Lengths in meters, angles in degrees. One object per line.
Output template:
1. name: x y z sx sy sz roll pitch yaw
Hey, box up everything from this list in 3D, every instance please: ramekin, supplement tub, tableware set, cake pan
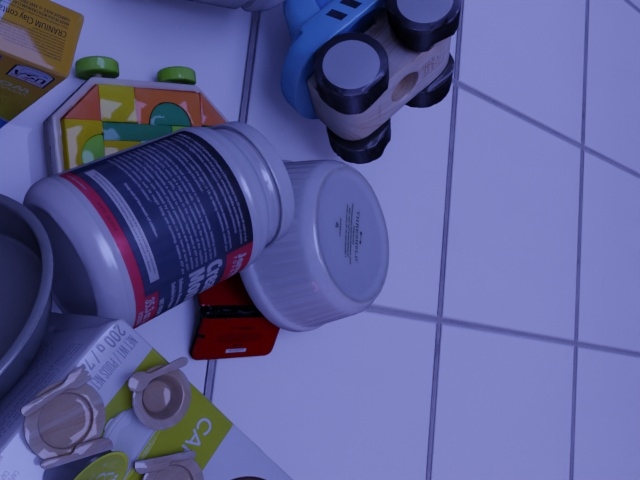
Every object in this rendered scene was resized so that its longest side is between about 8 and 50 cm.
1. ramekin: 0.000 0.000 1.024 0.272 0.127 0.273 21 64 -52
2. supplement tub: -0.184 -0.022 0.795 0.272 0.191 0.191 -29 104 -37
3. tableware set: -0.162 0.180 0.556 0.141 0.020 0.169 -13 93 -41
4. cake pan: -0.384 0.074 0.622 0.293 0.293 0.054 -52 152 -30

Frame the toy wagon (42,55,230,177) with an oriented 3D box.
1. toy wagon: -0.207 -0.114 0.951 0.344 0.068 0.268 -5 89 -39

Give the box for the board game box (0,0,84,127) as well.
1. board game box: -0.402 -0.189 0.641 0.242 0.316 0.064 17 76 -36

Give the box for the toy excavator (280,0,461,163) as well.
1. toy excavator: 0.052 -0.423 1.094 0.433 0.222 0.445 -42 72 -7

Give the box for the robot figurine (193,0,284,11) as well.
1. robot figurine: -0.157 -0.430 0.915 0.353 0.200 0.300 2 46 -26

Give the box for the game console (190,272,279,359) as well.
1. game console: -0.135 0.107 1.024 0.143 0.085 0.124 4 115 -38

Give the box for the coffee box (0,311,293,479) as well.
1. coffee box: -0.265 0.306 0.691 0.334 0.338 0.338 51 58 -24
